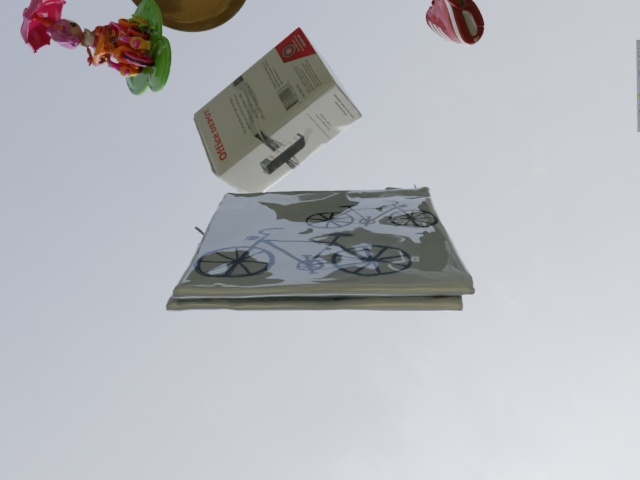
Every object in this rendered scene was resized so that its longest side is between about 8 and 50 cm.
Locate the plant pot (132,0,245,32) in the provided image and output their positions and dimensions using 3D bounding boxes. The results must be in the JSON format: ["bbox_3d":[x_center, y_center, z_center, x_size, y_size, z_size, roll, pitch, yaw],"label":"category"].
[{"bbox_3d":[-0.226,-0.469,1.086,0.236,0.032,0.237,-6,-76,-24],"label":"plant pot"}]

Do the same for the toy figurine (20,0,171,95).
[{"bbox_3d":[-0.293,-0.254,0.828,0.159,0.130,0.173,3,-150,-36],"label":"toy figurine"}]

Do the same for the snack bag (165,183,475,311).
[{"bbox_3d":[0.000,0.000,0.819,0.322,0.343,0.037,-2,-67,1],"label":"snack bag"}]

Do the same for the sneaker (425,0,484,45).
[{"bbox_3d":[0.234,-0.489,1.287,0.087,0.128,0.221,-30,-65,-19],"label":"sneaker"}]

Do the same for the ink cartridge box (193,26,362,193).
[{"bbox_3d":[-0.088,-0.235,1.231,0.272,0.114,0.197,-36,-130,12],"label":"ink cartridge box"}]

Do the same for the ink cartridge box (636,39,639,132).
[{"bbox_3d":[0.634,-0.279,1.173,0.072,0.127,0.175,-8,-76,-2],"label":"ink cartridge box"}]
